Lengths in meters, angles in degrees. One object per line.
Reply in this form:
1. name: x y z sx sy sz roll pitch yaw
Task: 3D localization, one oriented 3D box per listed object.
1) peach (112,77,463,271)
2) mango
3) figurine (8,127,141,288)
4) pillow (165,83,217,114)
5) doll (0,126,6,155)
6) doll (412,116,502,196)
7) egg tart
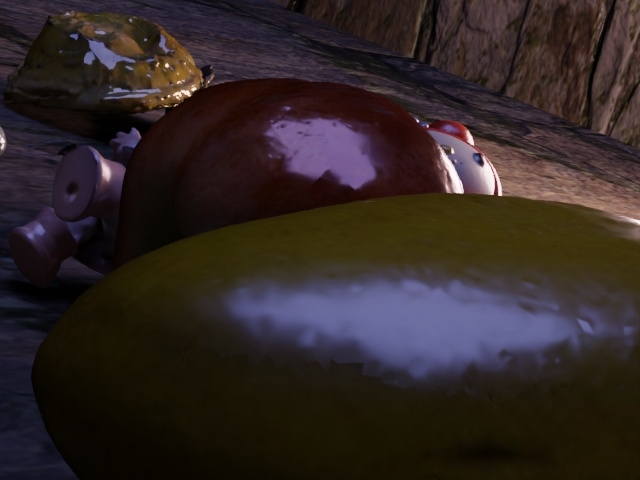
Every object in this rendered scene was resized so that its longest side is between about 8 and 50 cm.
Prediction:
1. peach: 0.000 0.000 1.244 0.257 0.232 0.232 -13 28 -35
2. mango: 0.067 0.082 0.990 0.445 0.220 0.301 11 20 -25
3. figurine: -0.103 -0.017 1.409 0.200 0.133 0.276 30 18 36
4. pillow: -0.087 -0.118 2.048 0.185 0.075 0.302 12 12 -7
5. doll: -0.365 -0.117 1.648 0.214 0.071 0.103 31 23 29
6. doll: 0.100 -0.050 1.870 0.161 0.129 0.290 9 27 -10
7. egg tart: -0.232 -0.195 2.044 0.232 0.098 0.252 16 22 38
